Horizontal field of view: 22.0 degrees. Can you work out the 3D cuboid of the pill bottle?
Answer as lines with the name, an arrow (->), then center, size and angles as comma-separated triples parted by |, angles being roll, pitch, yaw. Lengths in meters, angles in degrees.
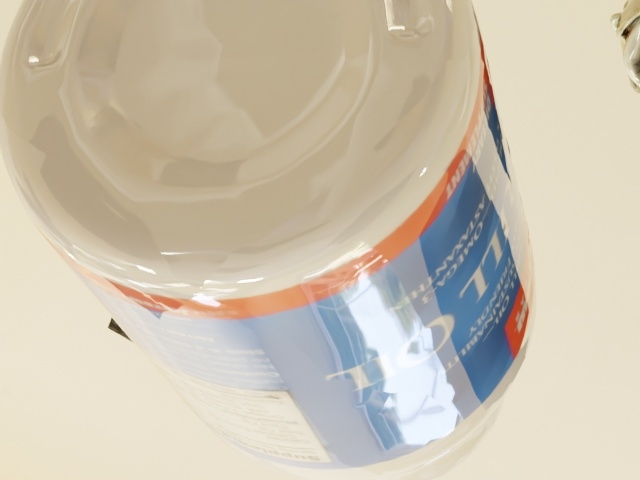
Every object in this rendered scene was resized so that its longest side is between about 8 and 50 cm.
pill bottle -> 0.000, 0.000, 0.490 | 0.124, 0.124, 0.221 | -26, -27, 1

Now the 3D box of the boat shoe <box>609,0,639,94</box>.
boat shoe -> 0.236, -0.136, 1.037 | 0.103, 0.302, 0.113 | -28, -64, 5

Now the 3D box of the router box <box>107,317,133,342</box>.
router box -> -0.032, 0.035, 1.022 | 0.179, 0.046, 0.133 | 29, -73, 20
